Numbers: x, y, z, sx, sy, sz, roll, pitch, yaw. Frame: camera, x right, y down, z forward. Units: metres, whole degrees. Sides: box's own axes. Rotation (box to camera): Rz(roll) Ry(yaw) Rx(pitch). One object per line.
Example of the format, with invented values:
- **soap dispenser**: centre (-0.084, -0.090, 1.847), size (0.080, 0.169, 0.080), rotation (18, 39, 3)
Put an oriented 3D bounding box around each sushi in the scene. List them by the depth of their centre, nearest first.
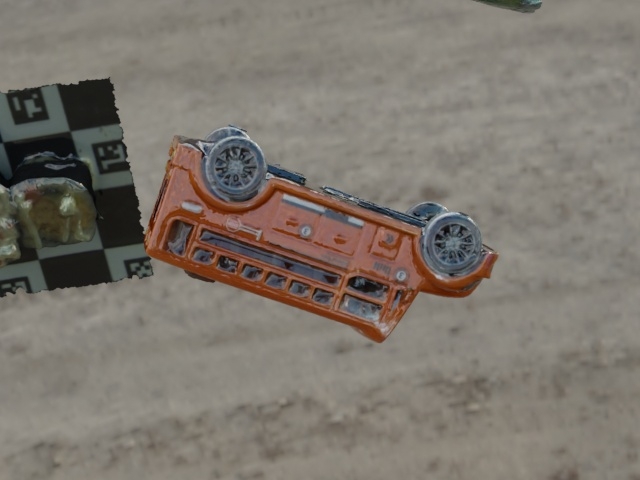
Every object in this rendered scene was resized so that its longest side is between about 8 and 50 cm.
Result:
- **sushi**: centre (-0.412, -0.025, 1.955), size (0.373, 0.296, 0.100), rotation (-7, 31, 2)

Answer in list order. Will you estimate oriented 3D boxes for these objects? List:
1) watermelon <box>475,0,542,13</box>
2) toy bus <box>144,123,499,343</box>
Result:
- **watermelon**: centre (0.085, -0.168, 0.912), size (0.101, 0.155, 0.080), rotation (35, 76, -5)
- **toy bus**: centre (0.000, 0.000, 1.551), size (0.329, 0.153, 0.143), rotation (18, 5, -10)
